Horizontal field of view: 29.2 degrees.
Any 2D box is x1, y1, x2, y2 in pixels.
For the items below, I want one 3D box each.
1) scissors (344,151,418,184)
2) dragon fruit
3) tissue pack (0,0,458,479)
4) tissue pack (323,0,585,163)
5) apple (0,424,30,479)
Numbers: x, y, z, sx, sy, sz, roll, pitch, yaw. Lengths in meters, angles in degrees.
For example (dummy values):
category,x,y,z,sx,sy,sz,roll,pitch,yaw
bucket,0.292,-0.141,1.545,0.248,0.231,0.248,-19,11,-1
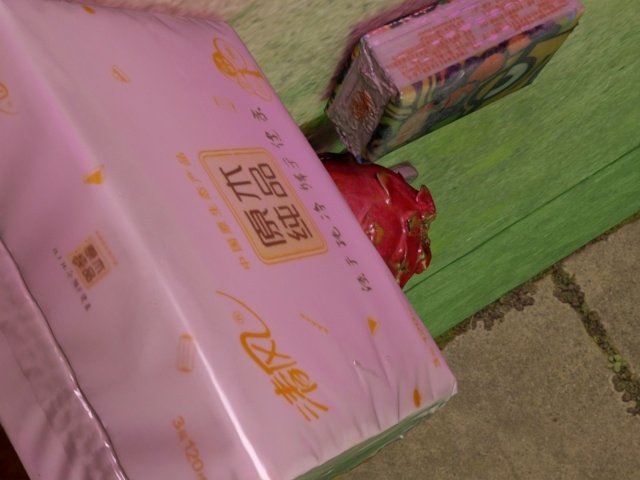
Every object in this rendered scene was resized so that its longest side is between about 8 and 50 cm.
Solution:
category,x,y,z,sx,sy,sz,roll,pitch,yaw
scissors,0.036,-0.046,1.073,0.110,0.021,0.212,-35,169,0
dragon fruit,0.000,0.000,0.903,0.165,0.136,0.133,-18,163,-13
tissue pack,-0.064,0.016,0.557,0.124,0.225,0.185,-38,167,28
tissue pack,0.084,-0.118,0.805,0.148,0.060,0.109,-27,166,-19
apple,-0.185,0.206,0.921,0.288,0.288,0.317,-18,154,-51
